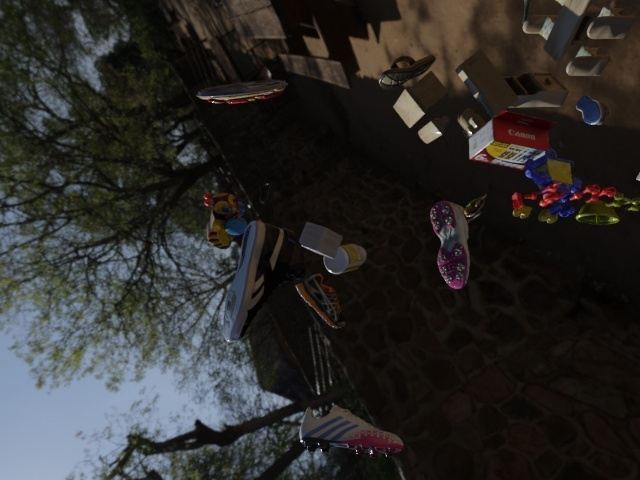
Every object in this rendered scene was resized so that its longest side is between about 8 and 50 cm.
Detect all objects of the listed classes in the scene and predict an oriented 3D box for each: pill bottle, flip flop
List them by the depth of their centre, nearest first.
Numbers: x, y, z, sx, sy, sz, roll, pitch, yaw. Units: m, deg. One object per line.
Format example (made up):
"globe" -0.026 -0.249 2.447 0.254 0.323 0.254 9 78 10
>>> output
"flip flop" 0.313 -0.640 1.492 0.080 0.277 0.112 58 156 0
"pill bottle" 0.114 0.073 1.736 0.208 0.117 0.117 -8 -119 -57

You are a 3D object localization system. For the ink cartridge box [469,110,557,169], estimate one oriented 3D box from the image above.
"ink cartridge box" 0.943 -0.486 1.985 0.272 0.309 0.130 129 147 -70

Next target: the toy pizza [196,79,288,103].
"toy pizza" -0.171 -0.326 0.894 0.201 0.201 0.032 -129 29 -60

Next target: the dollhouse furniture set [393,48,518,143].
"dollhouse furniture set" 0.255 -0.268 0.790 0.144 0.151 0.123 51 -178 -3

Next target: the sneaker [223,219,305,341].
"sneaker" -0.090 0.081 0.718 0.121 0.216 0.079 14 -177 -31

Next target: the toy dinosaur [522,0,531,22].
"toy dinosaur" 0.604 -0.767 1.135 0.268 0.118 0.064 48 -147 -42

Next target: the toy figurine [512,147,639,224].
"toy figurine" 0.728 -0.183 1.177 0.191 0.363 0.217 125 149 -61

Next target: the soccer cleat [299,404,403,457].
"soccer cleat" 0.098 0.602 1.299 0.116 0.331 0.143 83 -169 -49

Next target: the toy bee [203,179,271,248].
"toy bee" -0.309 -0.097 1.289 0.162 0.298 0.195 15 -157 -34

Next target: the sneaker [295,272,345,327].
"sneaker" 0.020 0.184 1.207 0.215 0.083 0.084 49 177 -32

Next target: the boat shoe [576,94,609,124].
"boat shoe" 0.900 -0.423 1.316 0.183 0.066 0.066 -70 2 -48

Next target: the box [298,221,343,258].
"box" 0.000 0.000 1.389 0.102 0.087 0.101 18 174 42

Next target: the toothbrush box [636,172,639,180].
"toothbrush box" 0.835 -0.113 0.796 0.216 0.126 0.295 -1 -150 -44

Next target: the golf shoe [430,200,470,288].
"golf shoe" 0.477 0.011 1.408 0.115 0.140 0.306 -9 89 48

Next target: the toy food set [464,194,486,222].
"toy food set" 0.821 -0.177 2.168 0.038 0.192 0.132 40 136 -4

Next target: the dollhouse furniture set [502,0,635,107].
"dollhouse furniture set" 0.855 -0.724 1.533 0.394 0.257 0.362 94 170 -50
